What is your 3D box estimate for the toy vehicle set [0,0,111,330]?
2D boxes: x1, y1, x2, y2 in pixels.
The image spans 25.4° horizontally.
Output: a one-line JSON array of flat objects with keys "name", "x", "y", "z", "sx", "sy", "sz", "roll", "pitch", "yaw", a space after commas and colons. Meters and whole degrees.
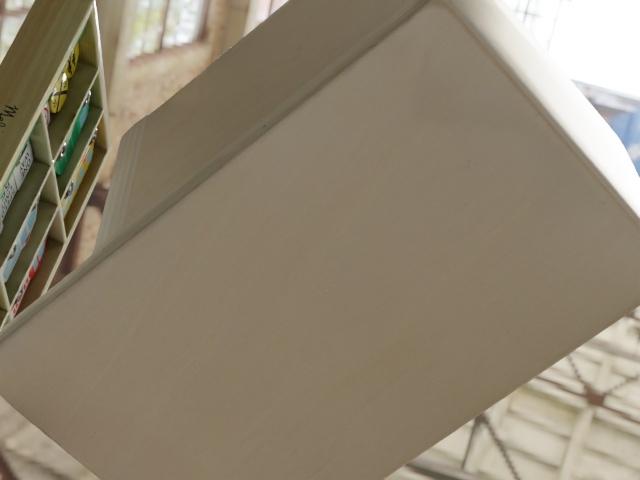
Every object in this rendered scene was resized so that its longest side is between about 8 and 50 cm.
[{"name": "toy vehicle set", "x": -0.201, "y": -0.010, "z": 0.900, "sx": 0.035, "sy": 0.166, "sz": 0.266, "roll": 15, "pitch": -121, "yaw": 6}]

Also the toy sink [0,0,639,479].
[{"name": "toy sink", "x": 0.000, "y": 0.000, "z": 0.593, "sx": 0.153, "sy": 0.234, "sz": 0.131, "roll": 44, "pitch": -161, "yaw": -22}]
